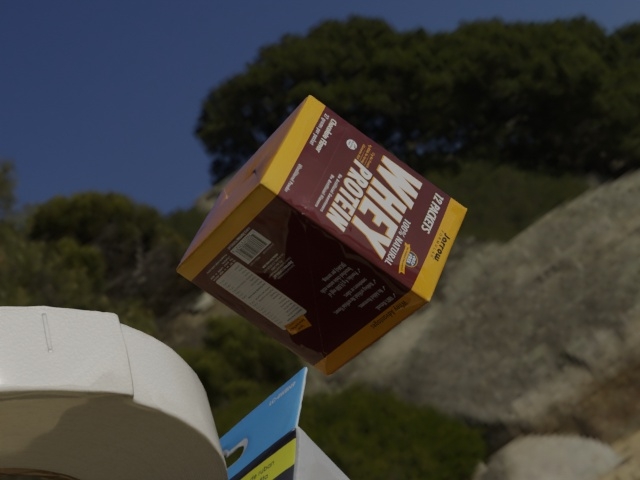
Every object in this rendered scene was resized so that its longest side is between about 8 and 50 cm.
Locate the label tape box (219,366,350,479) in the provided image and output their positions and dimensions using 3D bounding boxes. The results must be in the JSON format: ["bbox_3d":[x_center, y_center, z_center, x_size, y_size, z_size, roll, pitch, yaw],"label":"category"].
[{"bbox_3d":[-0.055,0.312,1.148,0.249,0.115,0.347,-43,27,34],"label":"label tape box"}]

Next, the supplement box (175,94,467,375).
[{"bbox_3d":[0.000,0.000,1.401,0.191,0.194,0.129,-42,16,49],"label":"supplement box"}]

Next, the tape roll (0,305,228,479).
[{"bbox_3d":[-0.257,0.190,1.023,0.392,0.072,0.392,-12,-36,-9],"label":"tape roll"}]
